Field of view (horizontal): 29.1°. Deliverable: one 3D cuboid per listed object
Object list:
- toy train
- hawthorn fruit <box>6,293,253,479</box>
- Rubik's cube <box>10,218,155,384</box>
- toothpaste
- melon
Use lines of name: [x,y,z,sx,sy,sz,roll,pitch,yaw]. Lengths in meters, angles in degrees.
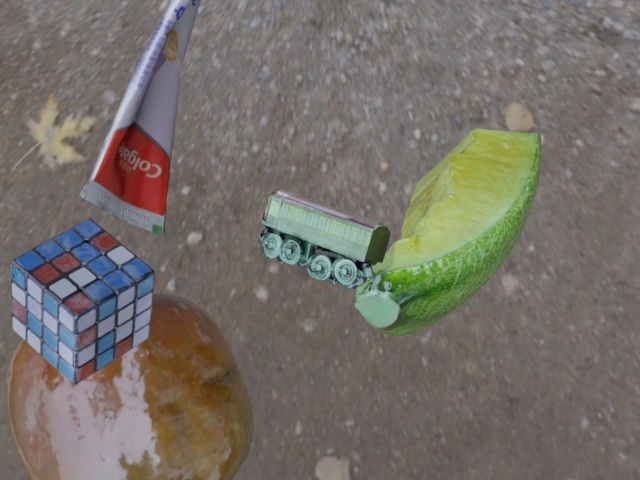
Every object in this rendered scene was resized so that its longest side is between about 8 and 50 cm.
toy train: [0.000,0.000,1.177,0.038,0.148,0.071,21,90,-51]
hawthorn fruit: [-0.227,0.168,1.399,0.268,0.268,0.300,-21,93,6]
Rubik's cube: [-0.214,0.054,1.109,0.092,0.092,0.092,36,137,25]
toothpaste: [-0.084,-0.154,0.800,0.048,0.075,0.301,15,78,6]
melon: [0.134,0.009,1.324,0.124,0.323,0.196,35,129,1]
